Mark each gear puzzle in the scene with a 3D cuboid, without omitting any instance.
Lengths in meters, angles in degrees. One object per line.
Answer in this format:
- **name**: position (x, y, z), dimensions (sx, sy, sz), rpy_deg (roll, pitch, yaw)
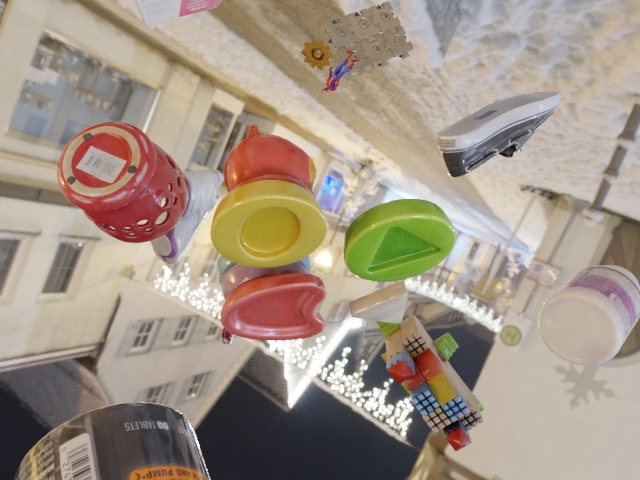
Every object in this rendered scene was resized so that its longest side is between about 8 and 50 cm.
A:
- **gear puzzle**: position (0.094, -0.533, 1.405), dimensions (0.175, 0.339, 0.044), rpy_deg (61, 156, 0)

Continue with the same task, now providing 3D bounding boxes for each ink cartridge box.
- **ink cartridge box**: position (-0.403, -0.735, 1.327), dimensions (0.207, 0.283, 0.117), rpy_deg (-11, -146, 8)

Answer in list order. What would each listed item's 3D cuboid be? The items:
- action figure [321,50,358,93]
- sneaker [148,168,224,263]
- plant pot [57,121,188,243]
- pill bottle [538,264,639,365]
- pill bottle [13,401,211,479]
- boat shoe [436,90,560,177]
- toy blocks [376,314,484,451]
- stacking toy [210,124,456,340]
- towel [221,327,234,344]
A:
- **action figure**: position (0.035, -0.356, 1.102), dimensions (0.030, 0.115, 0.038), rpy_deg (-19, -105, -39)
- **sneaker**: position (-0.320, -0.052, 1.249), dimensions (0.114, 0.305, 0.152), rpy_deg (47, -139, 12)
- **plant pot**: position (-0.355, -0.110, 0.928), dimensions (0.191, 0.191, 0.174), rpy_deg (24, 163, 11)
- **pill bottle**: position (0.631, 0.154, 1.173), dimensions (0.169, 0.169, 0.301), rpy_deg (26, -151, 34)
- **pill bottle**: position (-0.106, 0.230, 0.305), dimensions (0.130, 0.130, 0.245), rpy_deg (19, -159, -40)
- **boat shoe**: position (0.266, -0.155, 0.748), dimensions (0.228, 0.076, 0.080), rpy_deg (-29, -153, -27)
- **toy blocks**: position (0.286, 0.364, 1.286), dimensions (0.381, 0.191, 0.261), rpy_deg (53, -169, -5)
- **stacking toy**: position (0.000, 0.000, 0.655), dimensions (0.280, 0.309, 0.130), rpy_deg (-1, -127, -13)
- **towel**: position (-0.226, 0.138, 1.514), dimensions (0.037, 0.329, 0.237), rpy_deg (20, -132, 0)
